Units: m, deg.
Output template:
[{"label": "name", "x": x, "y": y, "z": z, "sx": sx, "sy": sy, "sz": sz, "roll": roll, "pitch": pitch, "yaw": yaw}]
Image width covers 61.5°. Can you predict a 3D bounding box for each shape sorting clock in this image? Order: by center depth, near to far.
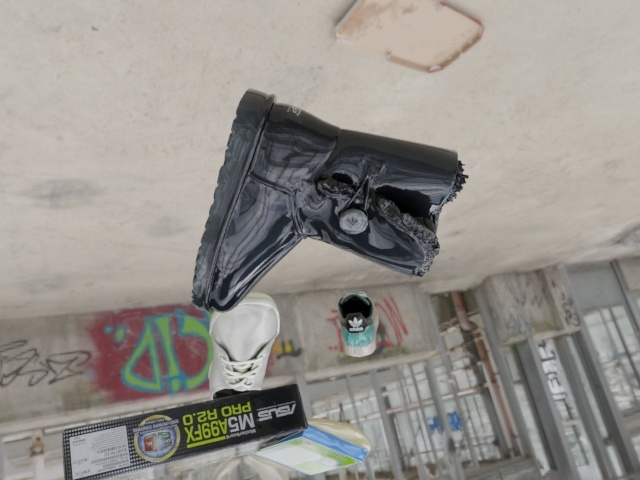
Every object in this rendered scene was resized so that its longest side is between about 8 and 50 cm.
[{"label": "shape sorting clock", "x": -0.021, "y": 0.338, "z": 0.886, "sx": 0.206, "sy": 0.040, "sz": 0.206, "roll": 3, "pitch": 140, "yaw": 2}]

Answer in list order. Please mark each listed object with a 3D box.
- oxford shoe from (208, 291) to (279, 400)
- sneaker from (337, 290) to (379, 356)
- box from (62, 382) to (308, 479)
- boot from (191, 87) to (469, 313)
[{"label": "oxford shoe", "x": -0.190, "y": 0.279, "z": 1.298, "sx": 0.169, "sy": 0.130, "sz": 0.449, "roll": 3, "pitch": 138, "yaw": -16}, {"label": "sneaker", "x": 0.102, "y": 0.183, "z": 1.435, "sx": 0.108, "sy": 0.121, "sz": 0.302, "roll": -6, "pitch": -162, "yaw": 3}, {"label": "box", "x": -0.178, "y": 0.257, "z": 0.683, "sx": 0.270, "sy": 0.060, "sz": 0.216, "roll": -4, "pitch": 154, "yaw": -27}, {"label": "boot", "x": 0.000, "y": 0.000, "z": 0.507, "sx": 0.207, "sy": 0.094, "sz": 0.246, "roll": 20, "pitch": 120, "yaw": -2}]
